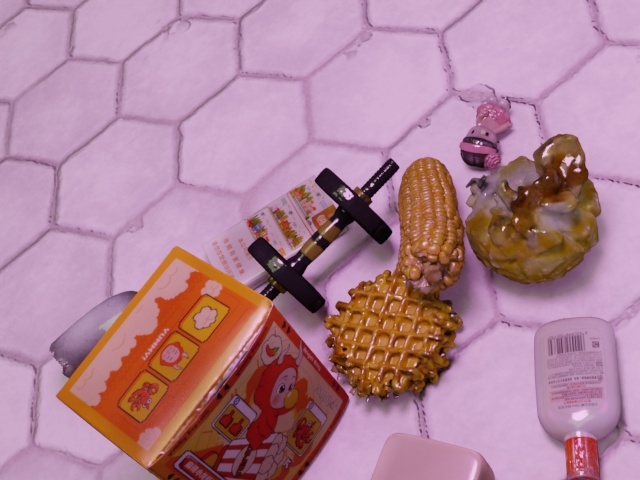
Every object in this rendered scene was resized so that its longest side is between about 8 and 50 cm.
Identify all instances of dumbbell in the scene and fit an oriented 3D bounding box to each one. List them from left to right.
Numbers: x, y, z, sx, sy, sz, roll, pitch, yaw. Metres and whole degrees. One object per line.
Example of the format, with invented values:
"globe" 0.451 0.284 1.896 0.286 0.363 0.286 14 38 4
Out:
"dumbbell" 0.000 0.000 1.577 0.325 0.143 0.143 -46 51 0

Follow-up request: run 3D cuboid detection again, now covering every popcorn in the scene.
"popcorn" 0.298 -0.048 1.457 0.197 0.213 0.198 8 47 -9

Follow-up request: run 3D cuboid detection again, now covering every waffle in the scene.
"waffle" 0.099 0.135 1.502 0.197 0.070 0.193 -41 51 -2

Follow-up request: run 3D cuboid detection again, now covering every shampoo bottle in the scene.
"shampoo bottle" 0.332 0.205 1.354 0.108 0.051 0.221 -8 56 19

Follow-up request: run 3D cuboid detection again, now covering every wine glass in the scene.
"wine glass" -0.318 0.146 1.658 0.204 0.111 0.111 -32 50 -2

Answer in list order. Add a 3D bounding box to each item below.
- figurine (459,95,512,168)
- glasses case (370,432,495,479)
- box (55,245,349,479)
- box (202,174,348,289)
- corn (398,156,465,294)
"figurine" 0.264 -0.165 1.642 0.072 0.054 0.129 19 60 18
"glasses case" 0.101 0.413 1.304 0.144 0.076 0.337 10 63 29
"box" -0.144 0.212 1.421 0.213 0.283 0.260 25 71 37
"box" -0.075 -0.004 1.697 0.220 0.032 0.122 -32 52 1
"corn" 0.160 -0.033 1.530 0.101 0.101 0.292 -16 29 14
